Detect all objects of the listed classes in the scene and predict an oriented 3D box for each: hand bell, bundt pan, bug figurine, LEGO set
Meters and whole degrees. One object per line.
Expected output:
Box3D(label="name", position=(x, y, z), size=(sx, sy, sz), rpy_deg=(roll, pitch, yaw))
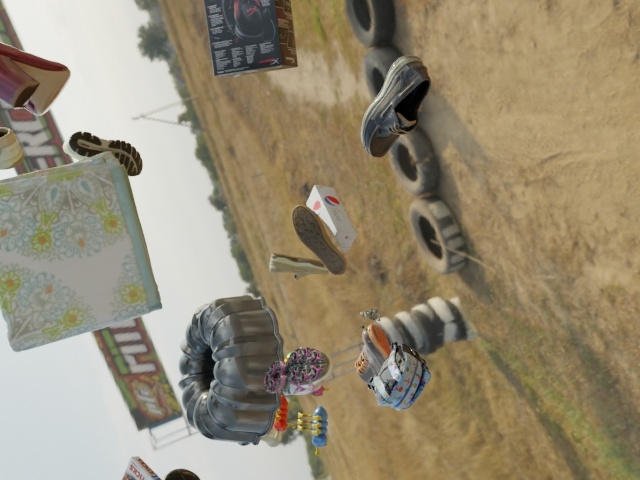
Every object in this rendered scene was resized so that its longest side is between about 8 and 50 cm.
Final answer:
Box3D(label="hand bell", position=(-0.252, 0.606, 2.010), size=(0.126, 0.241, 0.126), rpy_deg=(-14, 72, 51))
Box3D(label="bundt pan", position=(-0.210, 0.274, 1.341), size=(0.330, 0.124, 0.331), rpy_deg=(-13, 74, 55))
Box3D(label="bug figurine", position=(-0.049, 0.383, 1.511), size=(0.279, 0.072, 0.217), rpy_deg=(-7, 78, 58))
Box3D(label="LEGO set", position=(0.125, 0.191, 1.566), size=(0.083, 0.054, 0.024), rpy_deg=(-79, -7, -52))

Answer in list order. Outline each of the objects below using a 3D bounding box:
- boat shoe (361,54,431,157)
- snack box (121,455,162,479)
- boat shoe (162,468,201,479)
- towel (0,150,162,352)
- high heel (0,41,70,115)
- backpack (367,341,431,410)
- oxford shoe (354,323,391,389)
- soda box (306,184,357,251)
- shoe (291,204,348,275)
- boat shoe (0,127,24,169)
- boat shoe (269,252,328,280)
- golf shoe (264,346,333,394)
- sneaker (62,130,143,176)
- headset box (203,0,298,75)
Box3D(label="boat shoe", position=(0.230, -0.389, 1.935), size=(0.130, 0.132, 0.356), rpy_deg=(62, 145, 37))
Box3D(label="snack box", position=(-0.294, 0.461, 1.117), size=(0.178, 0.064, 0.022), rpy_deg=(25, -176, 37))
Box3D(label="boat shoe", position=(-0.335, 0.660, 1.340), size=(0.120, 0.122, 0.324), rpy_deg=(-56, 13, 42))
Box3D(label="towel", position=(-0.545, 0.016, 1.364), size=(0.090, 0.320, 0.375), rpy_deg=(149, 104, -76))
Box3D(label="high heel", position=(-0.615, -0.344, 1.237), size=(0.181, 0.127, 0.377), rpy_deg=(35, -178, -15))
Box3D(label="backpack", position=(0.210, 0.366, 1.631), size=(0.116, 0.158, 0.173), rpy_deg=(31, -173, -5))
Box3D(label="oxford shoe", position=(0.173, 0.394, 2.010), size=(0.364, 0.132, 0.130), rpy_deg=(67, -174, -47))
Box3D(label="soda box", position=(0.030, -0.065, 1.803), size=(0.074, 0.069, 0.216), rpy_deg=(-64, 34, 33))
Box3D(label="shoe", position=(0.000, 0.000, 1.650), size=(0.219, 0.076, 0.058), rpy_deg=(55, -163, 10))
Box3D(label="boat shoe", position=(-0.871, -0.228, 1.487), size=(0.098, 0.302, 0.109), rpy_deg=(95, 174, -48))
Box3D(label="boat shoe", position=(-0.066, 0.090, 1.954), size=(0.068, 0.189, 0.072), rpy_deg=(-134, 55, -82))
Box3D(label="golf shoe", position=(-0.024, 0.233, 1.109), size=(0.186, 0.085, 0.068), rpy_deg=(-31, 49, 52))
Box3D(label="sneaker", position=(-0.544, -0.216, 1.572), size=(0.208, 0.094, 0.082), rpy_deg=(24, -110, -43))
Box3D(label="headset box", position=(-0.193, -0.607, 1.704), size=(0.110, 0.217, 0.294), rpy_deg=(-29, -66, -64))
